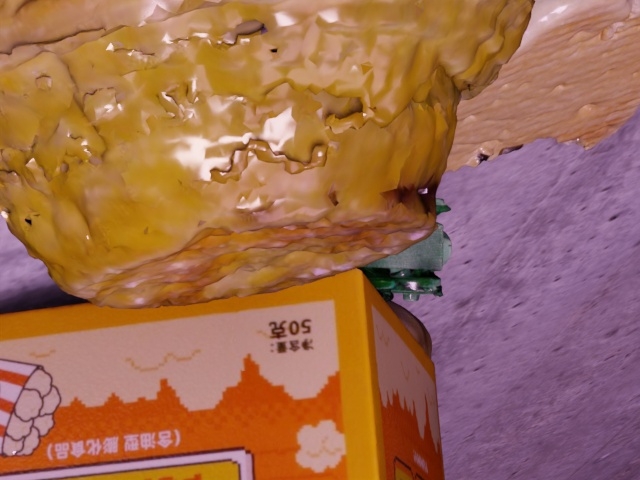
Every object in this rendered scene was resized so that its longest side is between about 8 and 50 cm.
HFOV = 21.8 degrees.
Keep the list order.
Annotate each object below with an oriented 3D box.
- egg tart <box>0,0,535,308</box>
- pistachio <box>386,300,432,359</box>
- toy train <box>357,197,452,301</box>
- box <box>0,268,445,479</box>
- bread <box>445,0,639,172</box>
[{"bbox_3d":[-0.038,-0.043,0.706,0.294,0.123,0.294,-14,169,-3],"label":"egg tart"},{"bbox_3d":[-0.011,0.118,1.194,0.238,0.153,0.137,-47,-165,47],"label":"pistachio"},{"bbox_3d":[0.000,0.000,0.991,0.105,0.071,0.178,4,180,43],"label":"toy train"},{"bbox_3d":[-0.079,0.161,0.966,0.284,0.213,0.259,-9,164,11],"label":"box"},{"bbox_3d":[0.134,-0.102,0.985,0.251,0.039,0.182,-11,153,-39],"label":"bread"}]
